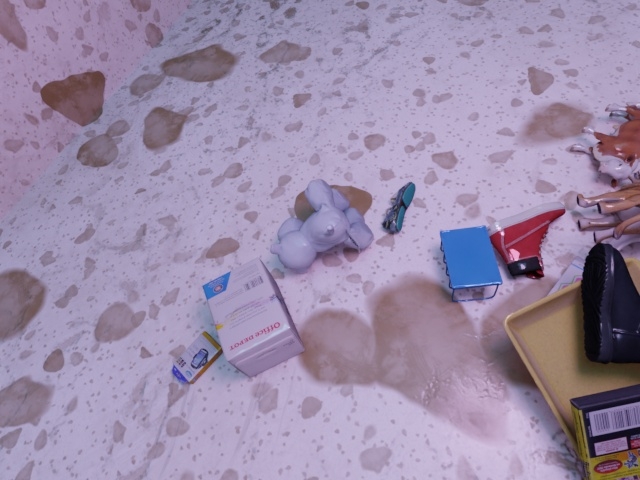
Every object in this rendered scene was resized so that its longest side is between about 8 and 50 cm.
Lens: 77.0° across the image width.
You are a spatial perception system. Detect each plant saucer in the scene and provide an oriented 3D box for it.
[{"bbox_3d":[0.600,0.251,0.855,0.333,0.081,0.332,-25,75,-3],"label":"plant saucer"}]

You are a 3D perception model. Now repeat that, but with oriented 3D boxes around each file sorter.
[{"bbox_3d":[0.388,0.065,1.059,0.118,0.104,0.170,-8,55,9],"label":"file sorter"}]

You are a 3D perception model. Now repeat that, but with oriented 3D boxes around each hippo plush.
[{"bbox_3d":[0.000,0.000,1.171,0.237,0.234,0.294,-42,35,22],"label":"hippo plush"}]

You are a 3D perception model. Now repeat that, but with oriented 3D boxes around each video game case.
[{"bbox_3d":[0.621,0.381,0.740,0.275,0.035,0.248,-14,97,3],"label":"video game case"}]

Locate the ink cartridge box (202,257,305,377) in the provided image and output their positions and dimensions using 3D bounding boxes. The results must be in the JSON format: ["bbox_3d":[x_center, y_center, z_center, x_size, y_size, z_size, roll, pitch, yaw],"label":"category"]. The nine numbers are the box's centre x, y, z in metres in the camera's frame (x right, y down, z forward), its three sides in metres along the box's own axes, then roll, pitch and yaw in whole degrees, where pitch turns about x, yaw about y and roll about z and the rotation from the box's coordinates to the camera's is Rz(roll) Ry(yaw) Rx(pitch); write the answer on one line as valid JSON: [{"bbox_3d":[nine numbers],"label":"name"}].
[{"bbox_3d":[-0.174,0.205,1.064,0.171,0.168,0.232,-26,55,-4],"label":"ink cartridge box"}]

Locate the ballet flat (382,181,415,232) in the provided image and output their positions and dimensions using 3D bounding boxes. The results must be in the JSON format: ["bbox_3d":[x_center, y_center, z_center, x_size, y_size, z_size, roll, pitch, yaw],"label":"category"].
[{"bbox_3d":[0.236,-0.108,1.238,0.070,0.070,0.188,15,59,22],"label":"ballet flat"}]

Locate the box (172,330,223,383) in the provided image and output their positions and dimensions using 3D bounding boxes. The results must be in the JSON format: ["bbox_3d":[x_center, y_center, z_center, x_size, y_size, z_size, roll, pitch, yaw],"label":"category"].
[{"bbox_3d":[-0.341,0.327,1.112,0.081,0.028,0.136,34,73,30],"label":"box"}]

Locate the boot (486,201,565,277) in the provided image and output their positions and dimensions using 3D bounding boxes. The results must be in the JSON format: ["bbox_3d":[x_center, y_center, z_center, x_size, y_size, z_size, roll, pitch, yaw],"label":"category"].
[{"bbox_3d":[0.582,0.003,1.077,0.245,0.088,0.176,-21,72,-13],"label":"boot"}]

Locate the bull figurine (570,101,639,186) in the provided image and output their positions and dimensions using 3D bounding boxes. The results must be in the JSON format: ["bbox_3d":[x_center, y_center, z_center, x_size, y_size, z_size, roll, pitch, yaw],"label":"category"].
[{"bbox_3d":[0.877,-0.291,1.176,0.310,0.101,0.188,-37,55,-11],"label":"bull figurine"}]

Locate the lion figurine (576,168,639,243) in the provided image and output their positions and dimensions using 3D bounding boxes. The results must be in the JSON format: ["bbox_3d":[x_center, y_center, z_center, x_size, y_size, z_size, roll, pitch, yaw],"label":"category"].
[{"bbox_3d":[0.771,-0.075,0.959,0.241,0.142,0.392,-7,15,24],"label":"lion figurine"}]

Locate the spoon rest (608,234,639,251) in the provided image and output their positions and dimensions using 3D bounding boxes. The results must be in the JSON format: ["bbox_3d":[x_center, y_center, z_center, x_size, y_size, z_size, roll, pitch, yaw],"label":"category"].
[{"bbox_3d":[0.820,0.005,0.992,0.277,0.084,0.137,-23,16,0],"label":"spoon rest"}]

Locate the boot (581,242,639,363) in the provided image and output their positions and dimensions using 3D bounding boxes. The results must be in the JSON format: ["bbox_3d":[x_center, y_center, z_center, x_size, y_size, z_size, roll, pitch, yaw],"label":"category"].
[{"bbox_3d":[0.643,0.133,0.791,0.208,0.094,0.246,3,82,8],"label":"boot"}]

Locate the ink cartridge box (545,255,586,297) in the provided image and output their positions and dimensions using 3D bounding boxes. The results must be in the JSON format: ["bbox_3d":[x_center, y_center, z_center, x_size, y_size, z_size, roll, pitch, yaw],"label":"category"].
[{"bbox_3d":[0.612,0.149,0.974,0.209,0.062,0.109,-44,60,-15],"label":"ink cartridge box"}]
